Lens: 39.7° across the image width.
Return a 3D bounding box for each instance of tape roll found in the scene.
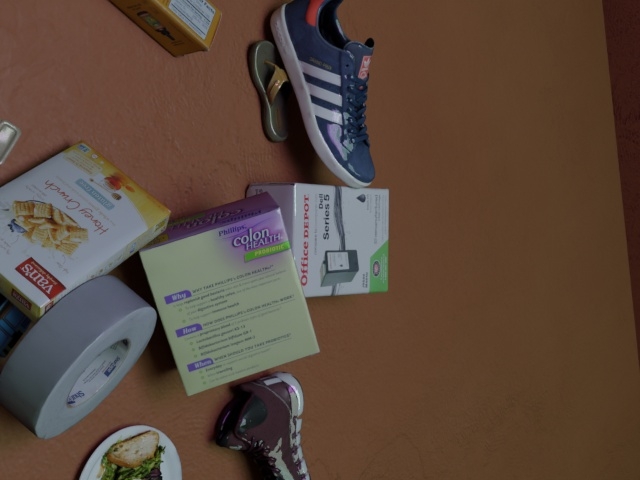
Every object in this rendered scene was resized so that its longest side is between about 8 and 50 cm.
[{"bbox_3d":[-0.314,0.152,1.158,0.219,0.072,0.219,-50,170,-13],"label":"tape roll"}]

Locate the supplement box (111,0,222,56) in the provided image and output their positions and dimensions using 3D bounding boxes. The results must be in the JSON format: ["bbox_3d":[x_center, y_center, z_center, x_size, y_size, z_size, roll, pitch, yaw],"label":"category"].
[{"bbox_3d":[-0.253,-0.371,1.308,0.233,0.078,0.080,41,58,-43],"label":"supplement box"}]

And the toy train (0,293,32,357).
[{"bbox_3d":[-0.448,0.129,1.096,0.184,0.080,0.105,-59,138,-30],"label":"toy train"}]

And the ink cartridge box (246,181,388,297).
[{"bbox_3d":[0.000,0.000,1.591,0.273,0.115,0.198,-1,92,-50],"label":"ink cartridge box"}]

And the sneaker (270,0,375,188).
[{"bbox_3d":[0.042,-0.266,1.536,0.350,0.148,0.131,66,27,-7],"label":"sneaker"}]

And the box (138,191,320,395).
[{"bbox_3d":[-0.141,0.078,1.347,0.214,0.117,0.242,-18,110,-8],"label":"box"}]

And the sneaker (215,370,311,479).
[{"bbox_3d":[-0.108,0.369,1.502,0.163,0.106,0.281,1,80,-45],"label":"sneaker"}]

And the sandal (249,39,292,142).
[{"bbox_3d":[-0.076,-0.260,1.543,0.072,0.049,0.180,-25,110,-47],"label":"sandal"}]

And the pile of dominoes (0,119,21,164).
[{"bbox_3d":[-0.503,-0.084,1.051,0.196,0.040,0.251,36,60,-27],"label":"pile of dominoes"}]

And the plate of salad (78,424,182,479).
[{"bbox_3d":[-0.278,0.379,1.327,0.200,0.048,0.199,-3,93,-51],"label":"plate of salad"}]

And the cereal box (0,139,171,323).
[{"bbox_3d":[-0.339,-0.019,1.157,0.240,0.173,0.047,-43,167,-43],"label":"cereal box"}]
